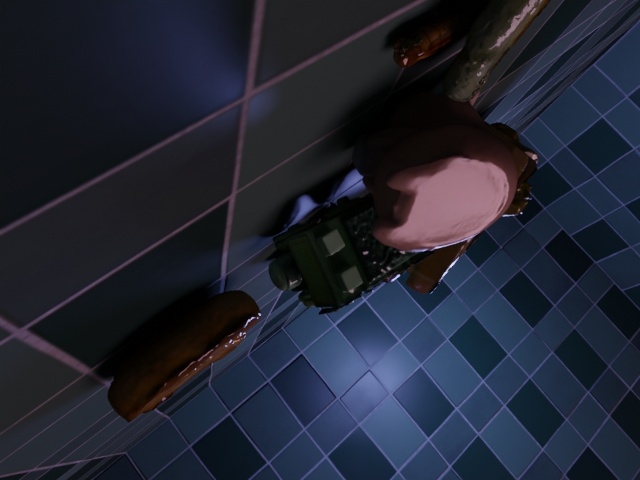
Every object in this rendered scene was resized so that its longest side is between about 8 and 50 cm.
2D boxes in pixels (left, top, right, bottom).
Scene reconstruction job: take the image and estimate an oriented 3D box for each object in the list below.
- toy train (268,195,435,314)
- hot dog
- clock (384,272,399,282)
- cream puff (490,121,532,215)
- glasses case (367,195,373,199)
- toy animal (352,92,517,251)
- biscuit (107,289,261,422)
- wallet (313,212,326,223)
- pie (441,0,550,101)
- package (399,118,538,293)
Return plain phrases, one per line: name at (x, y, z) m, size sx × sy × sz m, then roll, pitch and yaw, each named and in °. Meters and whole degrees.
toy train at (0.048, 0.010, 0.853) m, size 0.272 × 0.159 × 0.188 m, roll -26°, pitch -174°, yaw -30°
hot dog at (0.115, -0.216, 0.535) m, size 0.122 × 0.037 × 0.049 m, roll -36°, pitch -176°, yaw -37°
clock at (0.161, 0.007, 1.339) m, size 0.194 × 0.195 × 0.100 m, roll -29°, pitch 164°, yaw -47°
cream puff at (0.432, -0.184, 1.411) m, size 0.275 × 0.269 × 0.323 m, roll -19°, pitch -176°, yaw 25°
glasses case at (0.135, -0.012, 1.220) m, size 0.073 × 0.194 × 0.049 m, roll -9°, pitch -168°, yaw -25°
toy animal at (0.155, -0.105, 0.722) m, size 0.213 × 0.256 × 0.195 m, roll 0°, pitch 129°, yaw -10°
biscuit at (-0.236, 0.190, 0.885) m, size 0.296 × 0.102 × 0.296 m, roll -39°, pitch 175°, yaw -4°
wallet at (0.000, 0.000, 1.122) m, size 0.170 × 0.044 × 0.321 m, roll -45°, pitch 170°, yaw 13°
pie at (0.219, -0.258, 0.571) m, size 0.240 × 0.054 × 0.240 m, roll -51°, pitch 177°, yaw -4°
package at (0.237, -0.065, 0.936) m, size 0.311 × 0.221 × 0.165 m, roll -56°, pitch -173°, yaw 26°
